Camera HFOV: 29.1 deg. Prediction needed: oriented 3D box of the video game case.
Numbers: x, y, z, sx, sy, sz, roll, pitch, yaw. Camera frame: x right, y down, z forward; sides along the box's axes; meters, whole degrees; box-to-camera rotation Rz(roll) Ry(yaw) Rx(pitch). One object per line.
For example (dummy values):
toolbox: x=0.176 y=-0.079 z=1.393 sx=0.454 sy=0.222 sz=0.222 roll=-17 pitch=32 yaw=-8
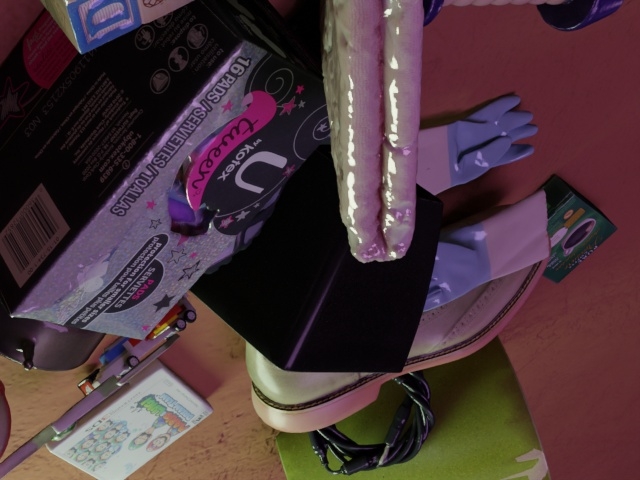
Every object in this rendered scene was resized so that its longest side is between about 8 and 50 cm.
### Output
video game case: x=-0.200 y=0.198 z=1.317 sx=0.143 sy=0.019 sz=0.157 roll=-37 pitch=151 yaw=-2

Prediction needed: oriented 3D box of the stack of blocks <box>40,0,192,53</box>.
stack of blocks: x=-0.101 y=-0.259 z=0.649 sx=0.171 sy=0.087 sz=0.297 roll=-30 pitch=150 yaw=-16

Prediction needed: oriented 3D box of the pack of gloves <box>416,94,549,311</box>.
pack of gloves: x=0.141 y=-0.042 z=1.289 sx=0.232 sy=0.046 sz=0.195 roll=-21 pitch=113 yaw=-34

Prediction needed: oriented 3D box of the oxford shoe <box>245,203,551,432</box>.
oxford shoe: x=0.094 y=0.055 z=1.334 sx=0.397 sy=0.140 sz=0.147 roll=-33 pitch=137 yaw=-22

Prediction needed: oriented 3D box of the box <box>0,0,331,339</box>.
box: x=-0.127 y=-0.073 z=0.870 sx=0.247 sy=0.163 sz=0.142 roll=-48 pitch=148 yaw=17

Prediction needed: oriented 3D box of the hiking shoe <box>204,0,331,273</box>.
hiking shoe: x=-0.069 y=-0.092 z=0.991 sx=0.304 sy=0.113 sz=0.132 roll=-43 pitch=140 yaw=-8

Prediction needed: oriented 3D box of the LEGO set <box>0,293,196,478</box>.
LEGO set: x=-0.197 y=0.114 z=1.089 sx=0.182 sy=0.060 sz=0.244 roll=-38 pitch=-178 yaw=4

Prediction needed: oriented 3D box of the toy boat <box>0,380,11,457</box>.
toy boat: x=-0.360 y=0.162 z=0.995 sx=0.231 sy=0.151 sz=0.151 roll=-35 pitch=180 yaw=-6

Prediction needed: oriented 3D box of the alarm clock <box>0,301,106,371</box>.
alarm clock: x=-0.214 y=0.033 z=0.972 sx=0.064 sy=0.129 sz=0.192 roll=-52 pitch=174 yaw=17

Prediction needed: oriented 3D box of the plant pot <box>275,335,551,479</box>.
plant pot: x=0.102 y=0.258 z=1.540 sx=0.293 sy=0.275 sz=0.275 roll=-19 pitch=149 yaw=-2

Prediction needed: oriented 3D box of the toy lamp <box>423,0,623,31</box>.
toy lamp: x=0.170 y=-0.221 z=1.089 sx=0.274 sy=0.080 sz=0.080 roll=-11 pitch=140 yaw=-38

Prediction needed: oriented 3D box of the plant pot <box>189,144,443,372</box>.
plant pot: x=0.000 y=0.000 z=1.113 sx=0.187 sy=0.188 sz=0.167 roll=8 pitch=115 yaw=-52

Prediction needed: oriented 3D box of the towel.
towel: x=0.021 y=-0.207 z=0.717 sx=0.053 sy=0.332 sz=0.317 roll=-3 pitch=143 yaw=1

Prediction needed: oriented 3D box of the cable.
cable: x=0.048 y=0.172 z=1.413 sx=0.150 sy=0.185 sz=0.047 roll=-14 pitch=178 yaw=10

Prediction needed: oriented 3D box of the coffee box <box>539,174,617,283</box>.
coffee box: x=0.300 y=-0.010 z=1.566 sx=0.113 sy=0.040 sz=0.184 roll=-46 pitch=150 yaw=14
